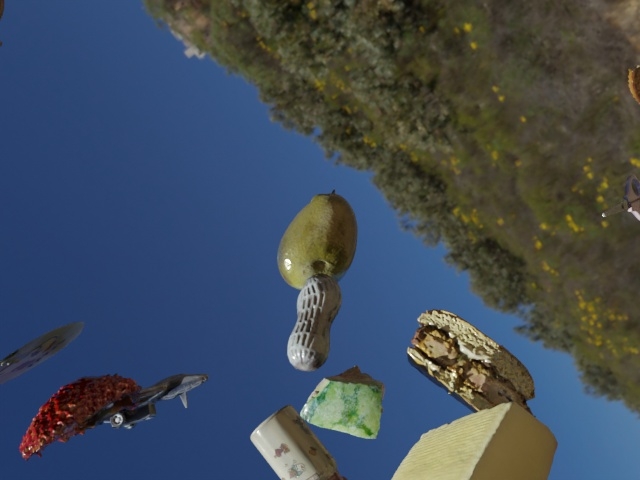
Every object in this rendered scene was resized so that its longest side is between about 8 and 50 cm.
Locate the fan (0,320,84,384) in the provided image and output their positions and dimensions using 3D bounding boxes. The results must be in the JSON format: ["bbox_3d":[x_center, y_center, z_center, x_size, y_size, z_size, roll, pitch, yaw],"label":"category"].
[{"bbox_3d":[-0.462,0.180,1.166,0.009,0.190,0.329,55,-176,7],"label":"fan"}]

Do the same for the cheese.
[{"bbox_3d":[0.206,0.387,1.204,0.124,0.265,0.242,46,-124,1],"label":"cheese"}]

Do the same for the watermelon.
[{"bbox_3d":[0.060,0.262,1.314,0.121,0.098,0.158,22,-171,21],"label":"watermelon"}]

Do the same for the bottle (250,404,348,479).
[{"bbox_3d":[-0.029,0.448,1.566,0.233,0.110,0.110,48,-161,15],"label":"bottle"}]

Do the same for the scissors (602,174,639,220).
[{"bbox_3d":[0.598,-0.069,1.546,0.189,0.015,0.100,-19,-90,-41],"label":"scissors"}]

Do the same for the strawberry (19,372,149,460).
[{"bbox_3d":[-0.380,0.258,1.229,0.087,0.167,0.208,60,-172,8],"label":"strawberry"}]

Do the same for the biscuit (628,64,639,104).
[{"bbox_3d":[0.834,-0.398,1.903,0.228,0.176,0.031,16,-165,-29],"label":"biscuit"}]

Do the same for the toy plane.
[{"bbox_3d":[-0.350,0.326,1.587,0.212,0.267,0.088,63,-163,-76],"label":"toy plane"}]

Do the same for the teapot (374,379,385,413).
[{"bbox_3d":[0.103,0.329,1.618,0.083,0.064,0.064,-95,-1,-76],"label":"teapot"}]

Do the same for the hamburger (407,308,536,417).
[{"bbox_3d":[0.314,0.275,1.700,0.282,0.155,0.245,44,168,-34],"label":"hamburger"}]

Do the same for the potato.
[{"bbox_3d":[0.000,0.000,1.857,0.174,0.159,0.251,26,-98,-53],"label":"potato"}]

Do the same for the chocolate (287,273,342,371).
[{"bbox_3d":[-0.009,0.128,1.250,0.072,0.072,0.167,39,-126,-38],"label":"chocolate"}]

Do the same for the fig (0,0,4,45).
[{"bbox_3d":[-0.632,-0.418,1.472,0.089,0.088,0.125,1,-105,-64],"label":"fig"}]
